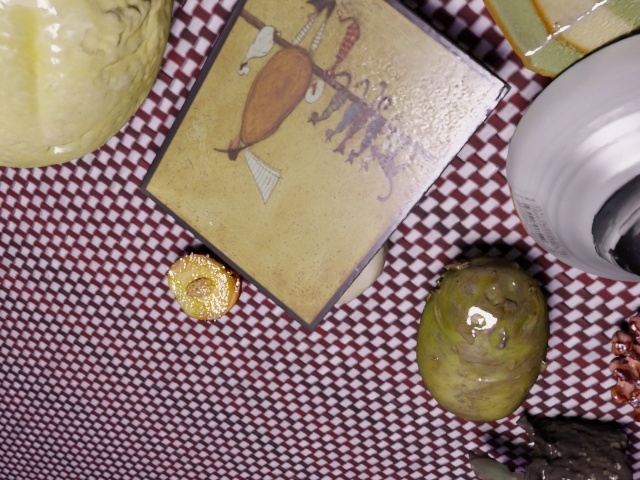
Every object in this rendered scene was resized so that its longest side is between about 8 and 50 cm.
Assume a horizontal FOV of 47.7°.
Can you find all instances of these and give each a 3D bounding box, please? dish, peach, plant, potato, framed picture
[{"bbox_3d":[0.303,-0.030,0.616,0.273,0.134,0.273,4,139,3],"label":"dish"},{"bbox_3d":[-0.143,0.051,0.931,0.098,0.061,0.098,3,106,11],"label":"peach"},{"bbox_3d":[0.295,0.303,0.927,0.203,0.131,0.143,-6,127,12],"label":"plant"},{"bbox_3d":[0.185,0.117,0.834,0.149,0.113,0.251,1,137,10],"label":"potato"},{"bbox_3d":[-0.020,-0.096,0.717,0.255,0.014,0.339,40,121,4],"label":"framed picture"}]

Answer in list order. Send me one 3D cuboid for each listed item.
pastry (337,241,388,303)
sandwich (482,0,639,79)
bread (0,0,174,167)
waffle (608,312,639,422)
[{"bbox_3d":[0.000,0.000,0.817,0.156,0.092,0.157,8,128,11],"label":"pastry"},{"bbox_3d":[0.200,-0.239,0.600,0.117,0.144,0.187,-32,76,36],"label":"sandwich"},{"bbox_3d":[-0.293,-0.214,0.650,0.320,0.237,0.321,12,134,12],"label":"bread"},{"bbox_3d":[0.435,0.145,0.801,0.221,0.056,0.234,-24,121,32],"label":"waffle"}]
